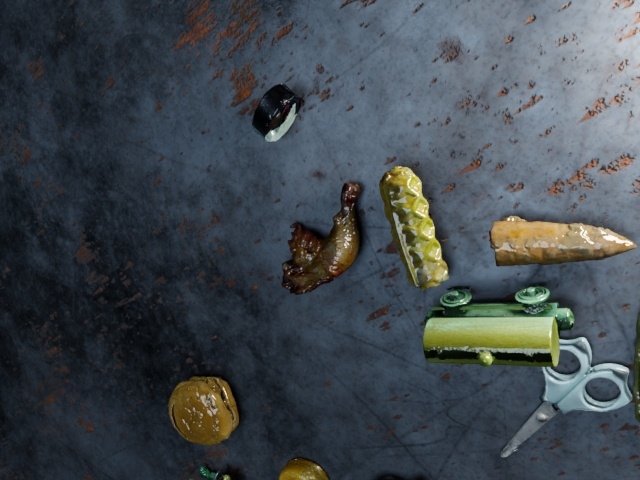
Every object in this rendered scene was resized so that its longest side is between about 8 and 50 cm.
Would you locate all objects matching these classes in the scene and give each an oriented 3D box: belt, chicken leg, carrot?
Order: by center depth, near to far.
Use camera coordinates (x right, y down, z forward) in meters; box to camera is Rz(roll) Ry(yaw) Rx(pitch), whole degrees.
[{"bbox_3d":[0.460,0.007,1.154,0.262,0.102,0.102,0,106,26],"label":"carrot"},{"bbox_3d":[-0.102,-0.289,1.361,0.058,0.105,0.140,43,127,15],"label":"belt"},{"bbox_3d":[0.007,0.009,1.418,0.322,0.083,0.178,-37,72,35],"label":"chicken leg"}]

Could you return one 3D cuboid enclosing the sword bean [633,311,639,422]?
[{"bbox_3d":[0.633,0.238,1.166,0.043,0.038,0.270,14,115,52],"label":"sword bean"}]

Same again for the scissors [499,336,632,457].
[{"bbox_3d":[0.491,0.360,1.286,0.191,0.029,0.360,37,119,12],"label":"scissors"}]

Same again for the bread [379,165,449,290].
[{"bbox_3d":[0.197,-0.028,1.291,0.087,0.098,0.270,-19,97,-7],"label":"bread"}]

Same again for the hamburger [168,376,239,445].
[{"bbox_3d":[-0.341,0.494,1.748,0.213,0.108,0.214,7,107,22],"label":"hamburger"}]

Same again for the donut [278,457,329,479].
[{"bbox_3d":[-0.049,0.681,1.672,0.151,0.058,0.152,10,111,28],"label":"donut"}]

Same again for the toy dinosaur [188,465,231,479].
[{"bbox_3d":[-0.314,0.798,1.841,0.153,0.094,0.260,12,120,29],"label":"toy dinosaur"}]

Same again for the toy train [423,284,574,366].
[{"bbox_3d":[0.343,0.173,1.213,0.307,0.189,0.127,-4,106,31],"label":"toy train"}]

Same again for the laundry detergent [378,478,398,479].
[{"bbox_3d":[0.181,0.672,1.528,0.144,0.078,0.222,40,121,17],"label":"laundry detergent"}]
